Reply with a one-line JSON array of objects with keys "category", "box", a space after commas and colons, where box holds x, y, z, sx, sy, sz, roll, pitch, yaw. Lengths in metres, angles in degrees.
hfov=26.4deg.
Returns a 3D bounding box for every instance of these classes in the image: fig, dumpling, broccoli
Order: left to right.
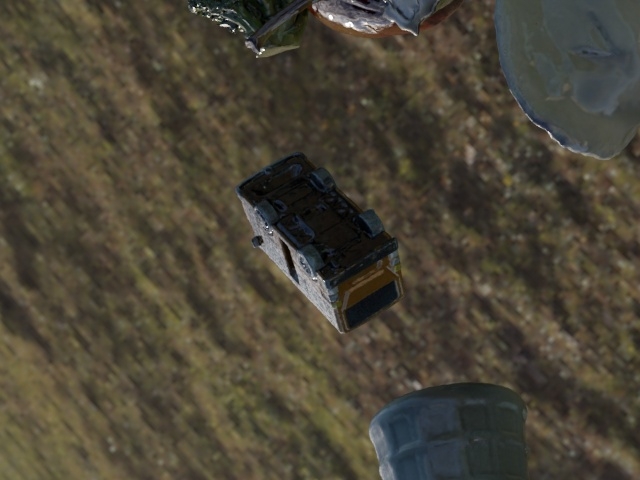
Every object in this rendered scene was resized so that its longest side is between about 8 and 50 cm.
[{"category": "broccoli", "box": [-0.066, -0.283, 1.572, 0.146, 0.162, 0.137, -17, 87, 31]}, {"category": "fig", "box": [0.046, -0.295, 1.422, 0.204, 0.249, 0.186, 15, 113, 22]}, {"category": "dumpling", "box": [0.241, -0.201, 1.278, 0.243, 0.227, 0.175, 44, 156, -4]}]

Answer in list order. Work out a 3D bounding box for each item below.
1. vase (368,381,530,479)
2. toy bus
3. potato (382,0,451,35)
[{"category": "vase", "box": [0.106, 0.249, 0.898, 0.143, 0.143, 0.298, 88, 174, -64]}, {"category": "toy bus", "box": [0.000, 0.000, 1.358, 0.182, 0.091, 0.103, 45, 159, 42]}, {"category": "potato", "box": [0.055, -0.212, 0.943, 0.122, 0.061, 0.086, 50, 143, 4]}]
